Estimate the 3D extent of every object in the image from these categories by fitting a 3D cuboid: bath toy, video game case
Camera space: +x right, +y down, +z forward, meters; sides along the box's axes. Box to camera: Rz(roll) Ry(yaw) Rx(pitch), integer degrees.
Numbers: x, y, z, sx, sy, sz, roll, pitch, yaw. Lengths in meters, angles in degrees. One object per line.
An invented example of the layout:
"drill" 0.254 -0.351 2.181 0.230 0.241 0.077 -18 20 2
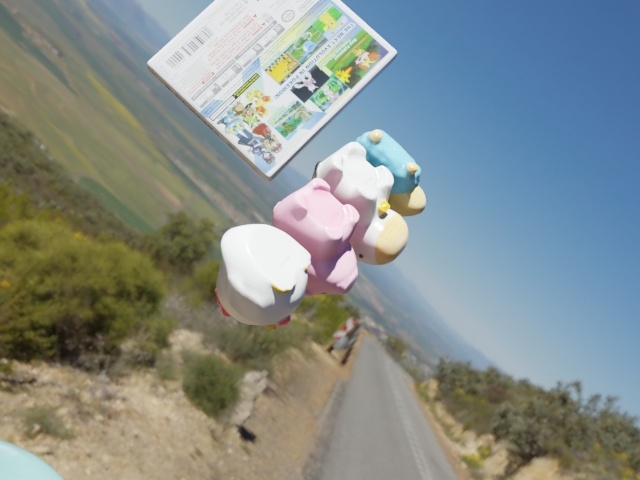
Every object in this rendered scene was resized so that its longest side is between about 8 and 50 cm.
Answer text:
"bath toy" 0.000 0.000 1.013 0.151 0.129 0.348 48 43 3
"video game case" -0.083 -0.315 1.519 0.300 0.329 0.036 43 -11 6

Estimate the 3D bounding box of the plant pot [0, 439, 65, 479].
"plant pot" -0.503 0.418 1.244 0.235 0.293 0.293 12 9 -10
